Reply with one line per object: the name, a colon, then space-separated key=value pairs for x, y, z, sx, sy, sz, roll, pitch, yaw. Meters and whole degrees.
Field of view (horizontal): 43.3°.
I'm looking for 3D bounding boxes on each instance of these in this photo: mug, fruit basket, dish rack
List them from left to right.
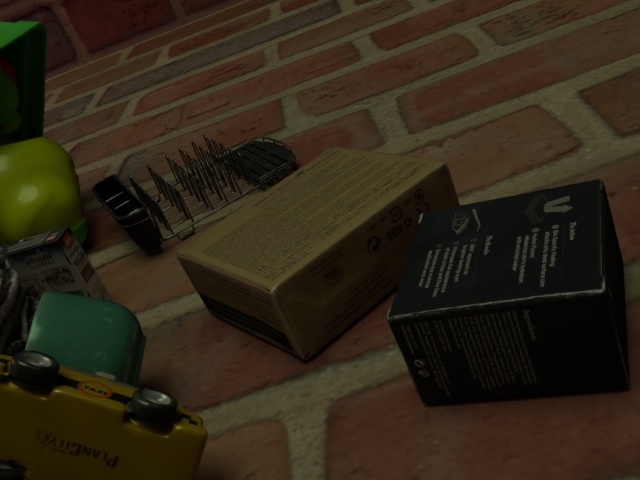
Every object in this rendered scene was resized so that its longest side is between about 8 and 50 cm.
fruit basket: x=-0.482 y=-0.122 z=1.233 sx=0.392 sy=0.392 sz=0.283 roll=-9 pitch=30 yaw=25
mug: x=-0.217 y=0.130 z=0.740 sx=0.098 sy=0.157 sz=0.129 roll=10 pitch=14 yaw=-11
dish rack: x=-0.176 y=-0.090 z=1.157 sx=0.272 sy=0.074 sz=0.208 roll=-30 pitch=28 yaw=-15

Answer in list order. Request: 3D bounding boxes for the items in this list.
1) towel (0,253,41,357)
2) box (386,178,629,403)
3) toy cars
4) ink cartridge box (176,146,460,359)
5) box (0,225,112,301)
towel: x=-0.405 y=0.155 z=0.813 sx=0.235 sy=0.121 sz=0.283 roll=-29 pitch=25 yaw=1
box: x=0.153 y=0.039 z=0.637 sx=0.158 sy=0.093 sz=0.156 roll=-11 pitch=29 yaw=25
toy cars: x=-0.280 y=0.185 z=0.637 sx=0.394 sy=0.176 sz=0.087 roll=-22 pitch=10 yaw=2
ink cartridge box: x=0.000 y=0.000 z=0.836 sx=0.235 sy=0.088 sz=0.193 roll=-36 pitch=28 yaw=-24
box: x=-0.374 y=0.061 z=0.986 sx=0.207 sy=0.114 sz=0.036 roll=-14 pitch=28 yaw=16
